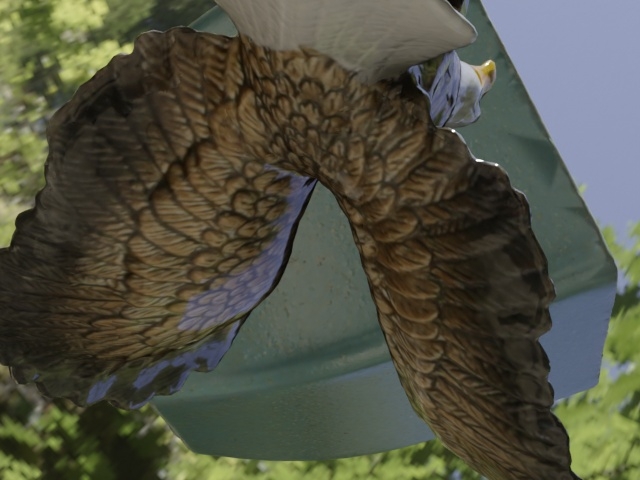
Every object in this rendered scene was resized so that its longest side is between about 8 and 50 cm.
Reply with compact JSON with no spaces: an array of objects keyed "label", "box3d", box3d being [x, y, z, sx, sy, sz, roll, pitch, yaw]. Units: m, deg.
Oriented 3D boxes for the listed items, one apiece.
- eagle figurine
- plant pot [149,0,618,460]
[{"label":"eagle figurine","box3d":[0.008,-0.021,0.617,0.226,0.225,0.298,41,-57,55]},{"label":"plant pot","box3d":[0.000,0.000,0.979,0.252,0.248,0.247,-24,-110,-2]}]
